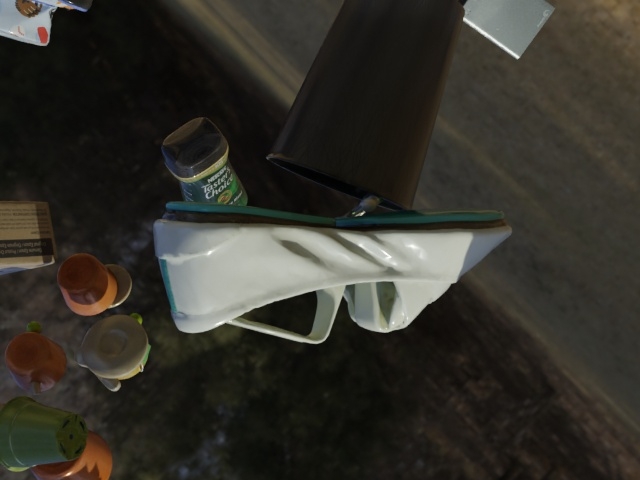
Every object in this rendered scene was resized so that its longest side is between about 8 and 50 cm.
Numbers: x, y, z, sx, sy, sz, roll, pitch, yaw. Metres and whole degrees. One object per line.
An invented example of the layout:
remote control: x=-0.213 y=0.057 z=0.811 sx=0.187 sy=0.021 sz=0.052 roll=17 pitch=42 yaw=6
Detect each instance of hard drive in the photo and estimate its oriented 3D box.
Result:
hard drive: x=0.270 y=-0.339 z=1.660 sx=0.135 sy=0.094 sz=0.022 roll=27 pitch=-165 yaw=-32

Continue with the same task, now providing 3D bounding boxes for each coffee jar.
coffee jar: x=-0.175 y=-0.101 z=1.703 sx=0.079 sy=0.096 sz=0.184 roll=46 pitch=166 yaw=30

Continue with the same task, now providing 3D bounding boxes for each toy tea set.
toy tea set: x=-0.320 y=0.184 z=1.468 sx=0.200 sy=0.336 sz=0.124 roll=21 pitch=158 yaw=17

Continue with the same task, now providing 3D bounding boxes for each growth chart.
growth chart: x=0.000 y=0.000 z=1.262 sx=0.021 sy=0.237 sz=0.172 roll=53 pitch=-152 yaw=1

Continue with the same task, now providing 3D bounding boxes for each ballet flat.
ballet flat: x=0.019 y=0.030 z=1.072 sx=0.400 sy=0.139 sz=0.139 roll=0 pitch=-146 yaw=-38

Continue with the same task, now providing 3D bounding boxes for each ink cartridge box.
ink cartridge box: x=-0.489 y=0.012 z=1.433 sx=0.193 sy=0.235 sz=0.088 roll=-7 pitch=-94 yaw=-67

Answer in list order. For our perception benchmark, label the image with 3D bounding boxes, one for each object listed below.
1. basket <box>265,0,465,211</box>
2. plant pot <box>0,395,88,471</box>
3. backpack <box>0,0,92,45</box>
basket: x=0.060 y=-0.163 z=1.224 sx=0.154 sy=0.226 sz=0.204 roll=20 pitch=178 yaw=31
plant pot: x=-0.301 y=0.213 z=1.238 sx=0.079 sy=0.083 sz=0.083 roll=-3 pitch=154 yaw=29
backpack: x=-0.375 y=-0.347 z=1.242 sx=0.277 sy=0.213 sz=0.263 roll=21 pitch=-161 yaw=-37
